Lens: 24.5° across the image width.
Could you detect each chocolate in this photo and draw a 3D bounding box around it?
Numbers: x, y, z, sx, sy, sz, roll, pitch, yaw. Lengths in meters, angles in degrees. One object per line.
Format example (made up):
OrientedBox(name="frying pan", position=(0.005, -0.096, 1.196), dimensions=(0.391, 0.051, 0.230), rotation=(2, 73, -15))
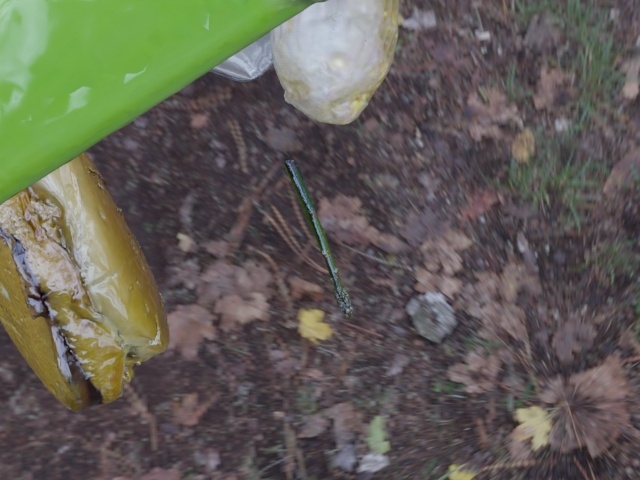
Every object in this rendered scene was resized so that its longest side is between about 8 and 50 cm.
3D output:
OrientedBox(name="chocolate", position=(0.022, -0.272, 1.492), dimensions=(0.134, 0.134, 0.309), rotation=(8, 92, 10))

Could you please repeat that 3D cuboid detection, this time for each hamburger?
OrientedBox(name="hamburger", position=(-0.283, 0.023, 1.582), dimensions=(0.174, 0.284, 0.304), rotation=(-31, 122, -10))

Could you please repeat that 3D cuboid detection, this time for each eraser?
OrientedBox(name="eraser", position=(-0.098, -0.099, 0.642), dimensions=(0.274, 0.210, 0.092), rotation=(-27, 107, 29))

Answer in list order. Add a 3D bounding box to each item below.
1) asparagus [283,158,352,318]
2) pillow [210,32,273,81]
OrientedBox(name="asparagus", position=(0.000, 0.000, 1.316), dimensions=(0.013, 0.016, 0.166), rotation=(-31, 114, -23))
OrientedBox(name="pillow", position=(-0.132, -0.257, 1.850), dimensions=(0.233, 0.038, 0.130), rotation=(18, 56, 36))
